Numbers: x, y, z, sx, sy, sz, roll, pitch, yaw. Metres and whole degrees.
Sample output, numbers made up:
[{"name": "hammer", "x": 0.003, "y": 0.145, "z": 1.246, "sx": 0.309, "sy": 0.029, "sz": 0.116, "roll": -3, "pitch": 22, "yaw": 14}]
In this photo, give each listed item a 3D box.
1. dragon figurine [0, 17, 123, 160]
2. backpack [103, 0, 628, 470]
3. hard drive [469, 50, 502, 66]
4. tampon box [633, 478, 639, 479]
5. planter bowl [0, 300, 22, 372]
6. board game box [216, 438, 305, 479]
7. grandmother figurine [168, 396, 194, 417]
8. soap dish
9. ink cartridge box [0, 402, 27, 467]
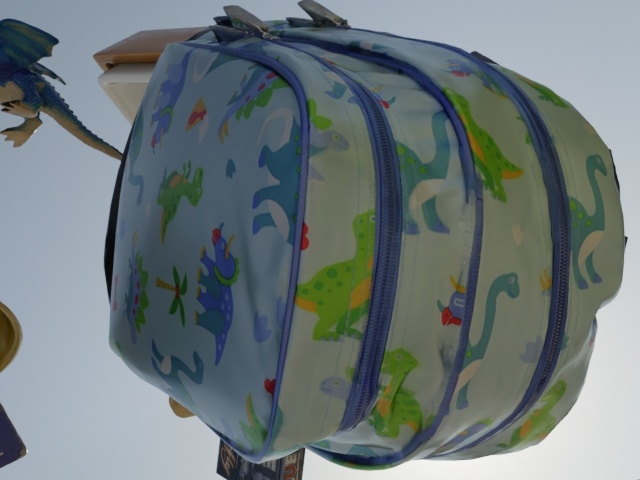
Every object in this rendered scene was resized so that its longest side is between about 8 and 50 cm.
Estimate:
[{"name": "dragon figurine", "x": -0.340, "y": -0.190, "z": 0.943, "sx": 0.289, "sy": 0.144, "sz": 0.085, "roll": 17, "pitch": -30, "yaw": -1}, {"name": "backpack", "x": 0.000, "y": 0.000, "z": 0.508, "sx": 0.273, "sy": 0.355, "sz": 0.290, "roll": 7, "pitch": -80, "yaw": -49}, {"name": "hard drive", "x": 0.121, "y": -0.058, "z": 1.110, "sx": 0.236, "sy": 0.064, "sz": 0.339, "roll": -25, "pitch": -44, "yaw": -22}, {"name": "tampon box", "x": 0.378, "y": 0.328, "z": 0.909, "sx": 0.120, "sy": 0.161, "sz": 0.102, "roll": -9, "pitch": -93, "yaw": -10}, {"name": "planter bowl", "x": -0.337, "y": 0.045, "z": 0.619, "sx": 0.217, "sy": 0.090, "sz": 0.217, "roll": -13, "pitch": -30, "yaw": -8}, {"name": "board game box", "x": -0.081, "y": 0.248, "z": 1.230, "sx": 0.042, "sy": 0.165, "sz": 0.243, "roll": 4, "pitch": -86, "yaw": -39}, {"name": "grandmother figurine", "x": -0.118, "y": 0.112, "z": 1.090, "sx": 0.208, "sy": 0.104, "sz": 0.342, "roll": 44, "pitch": -46, "yaw": -6}, {"name": "soap dish", "x": -0.157, "y": -0.182, "z": 1.219, "sx": 0.291, "sy": 0.228, "sz": 0.118, "roll": 55, "pitch": -127, "yaw": -43}, {"name": "ink cartridge box", "x": -0.488, "y": 0.129, "z": 0.756, "sx": 0.324, "sy": 0.071, "sz": 0.330, "roll": -27, "pitch": -85, "yaw": 4}]
